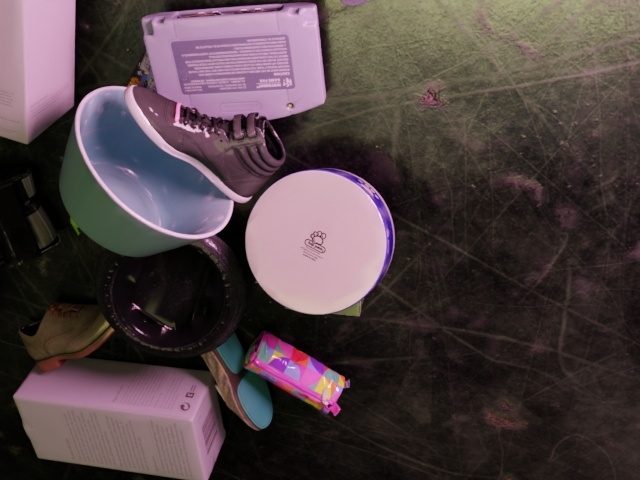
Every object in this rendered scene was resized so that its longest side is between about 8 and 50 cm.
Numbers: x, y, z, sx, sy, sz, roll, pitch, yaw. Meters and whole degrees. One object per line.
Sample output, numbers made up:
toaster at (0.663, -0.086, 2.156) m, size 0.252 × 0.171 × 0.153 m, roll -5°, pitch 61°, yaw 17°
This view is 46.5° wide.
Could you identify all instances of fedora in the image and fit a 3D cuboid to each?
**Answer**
fedora at (-0.291, 0.078, 1.528) m, size 0.334 × 0.152 × 0.334 m, roll 4°, pitch 120°, yaw 7°

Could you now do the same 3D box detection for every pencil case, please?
pencil case at (-0.054, 0.295, 1.657) m, size 0.236 × 0.104 × 0.104 m, roll 31°, pitch 126°, yaw -7°

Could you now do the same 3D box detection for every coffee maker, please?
coffee maker at (-0.641, -0.043, 1.525) m, size 0.120 × 0.171 × 0.178 m, roll 5°, pitch 125°, yaw 31°

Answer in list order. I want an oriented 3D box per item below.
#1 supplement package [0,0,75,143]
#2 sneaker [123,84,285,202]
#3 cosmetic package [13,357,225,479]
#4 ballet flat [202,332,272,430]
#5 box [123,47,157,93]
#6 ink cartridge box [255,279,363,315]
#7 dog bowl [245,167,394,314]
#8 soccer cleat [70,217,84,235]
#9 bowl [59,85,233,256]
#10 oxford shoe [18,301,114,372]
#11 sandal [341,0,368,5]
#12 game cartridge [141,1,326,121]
supplement package at (-0.540, -0.350, 1.281) m, size 0.178 × 0.175 × 0.292 m, roll 18°, pitch 127°, yaw 3°
sneaker at (-0.181, -0.193, 1.266) m, size 0.147 × 0.104 × 0.296 m, roll -34°, pitch 126°, yaw 28°
cosmetic package at (-0.480, 0.429, 1.817) m, size 0.454 × 0.161 × 0.230 m, roll 5°, pitch 125°, yaw 11°
ballet flat at (-0.206, 0.301, 1.713) m, size 0.106 × 0.107 × 0.316 m, roll 0°, pitch 121°, yaw 38°
box at (-0.298, -0.285, 1.357) m, size 0.094 × 0.027 × 0.137 m, roll 33°, pitch 125°, yaw -13°
ink cartridge box at (-0.015, 0.086, 1.494) m, size 0.209 × 0.109 × 0.062 m, roll 4°, pitch 124°, yaw 11°
dog bowl at (0.000, 0.000, 1.366) m, size 0.265 × 0.104 × 0.264 m, roll 1°, pitch 96°, yaw 11°
soccer cleat at (-0.438, -0.027, 1.560) m, size 0.179 × 0.060 × 0.072 m, roll 11°, pitch 136°, yaw 15°
bowl at (-0.322, -0.094, 1.293) m, size 0.311 × 0.311 × 0.163 m, roll 42°, pitch 122°, yaw -16°
oxford shoe at (-0.569, 0.195, 1.705) m, size 0.348 × 0.123 × 0.130 m, roll -28°, pitch 108°, yaw 27°
sandal at (0.063, -0.486, 1.120) m, size 0.097 × 0.054 × 0.254 m, roll 2°, pitch 115°, yaw 4°
game cartridge at (-0.142, -0.298, 1.275) m, size 0.294 × 0.060 × 0.196 m, roll -1°, pitch 122°, yaw 7°
